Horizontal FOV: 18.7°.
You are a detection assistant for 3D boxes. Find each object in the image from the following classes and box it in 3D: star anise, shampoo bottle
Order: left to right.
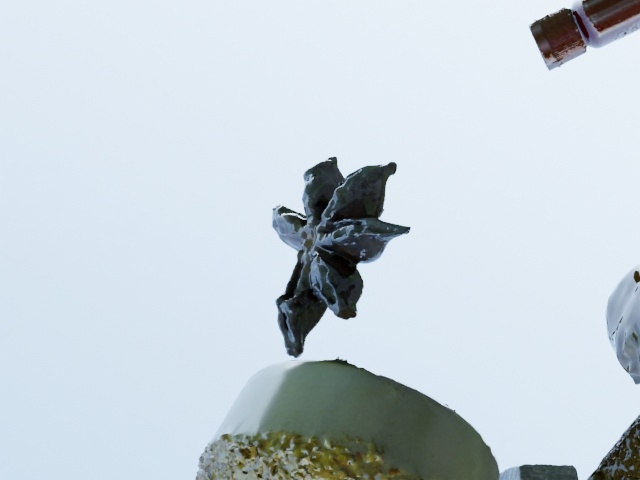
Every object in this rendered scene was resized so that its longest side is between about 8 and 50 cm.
[{"bbox_3d":[0.011,-0.007,1.871,0.063,0.172,0.208,30,-144,-31],"label":"star anise"},{"bbox_3d":[0.429,-0.323,2.568,0.076,0.314,0.118,64,-172,-4],"label":"shampoo bottle"}]

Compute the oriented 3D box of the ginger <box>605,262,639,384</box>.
[{"bbox_3d":[0.303,-0.025,1.102,0.357,0.274,0.152,-42,-99,-14],"label":"ginger"}]

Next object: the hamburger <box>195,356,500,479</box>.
[{"bbox_3d":[0.025,0.235,1.756,0.294,0.276,0.179,70,-144,-60],"label":"hamburger"}]

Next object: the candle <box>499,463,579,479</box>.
[{"bbox_3d":[0.200,0.289,1.885,0.068,0.169,0.192,2,-155,-18],"label":"candle"}]

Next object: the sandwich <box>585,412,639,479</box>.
[{"bbox_3d":[0.381,0.261,2.012,0.271,0.301,0.099,8,-143,-43],"label":"sandwich"}]
